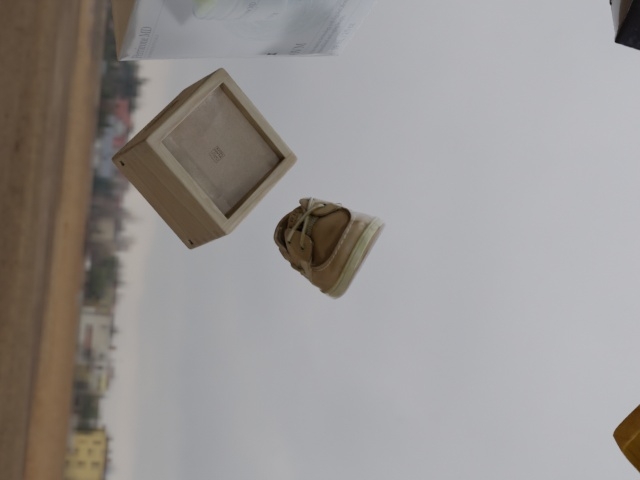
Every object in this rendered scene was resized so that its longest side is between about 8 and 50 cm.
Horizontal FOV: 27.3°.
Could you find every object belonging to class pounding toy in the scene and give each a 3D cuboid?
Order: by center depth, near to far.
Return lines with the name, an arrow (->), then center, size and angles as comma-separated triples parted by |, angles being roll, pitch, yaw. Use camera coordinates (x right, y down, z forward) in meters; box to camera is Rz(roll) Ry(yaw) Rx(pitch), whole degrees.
pounding toy -> -0.096, -0.072, 1.198 | 0.100, 0.130, 0.141 | -19, -155, 54

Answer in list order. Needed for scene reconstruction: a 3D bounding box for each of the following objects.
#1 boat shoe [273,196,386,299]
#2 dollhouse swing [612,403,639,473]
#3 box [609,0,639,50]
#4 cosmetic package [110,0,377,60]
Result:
boat shoe -> 0.000, 0.000, 1.610 | 0.109, 0.098, 0.302 | -57, -172, -5
dollhouse swing -> 0.421, 0.414, 1.568 | 0.315, 0.305, 0.346 | 45, 16, -45
box -> 0.476, -0.308, 1.750 | 0.156, 0.158, 0.093 | -76, -177, -58
cosmetic package -> -0.066, -0.263, 1.173 | 0.224, 0.225, 0.138 | 134, -49, -69
